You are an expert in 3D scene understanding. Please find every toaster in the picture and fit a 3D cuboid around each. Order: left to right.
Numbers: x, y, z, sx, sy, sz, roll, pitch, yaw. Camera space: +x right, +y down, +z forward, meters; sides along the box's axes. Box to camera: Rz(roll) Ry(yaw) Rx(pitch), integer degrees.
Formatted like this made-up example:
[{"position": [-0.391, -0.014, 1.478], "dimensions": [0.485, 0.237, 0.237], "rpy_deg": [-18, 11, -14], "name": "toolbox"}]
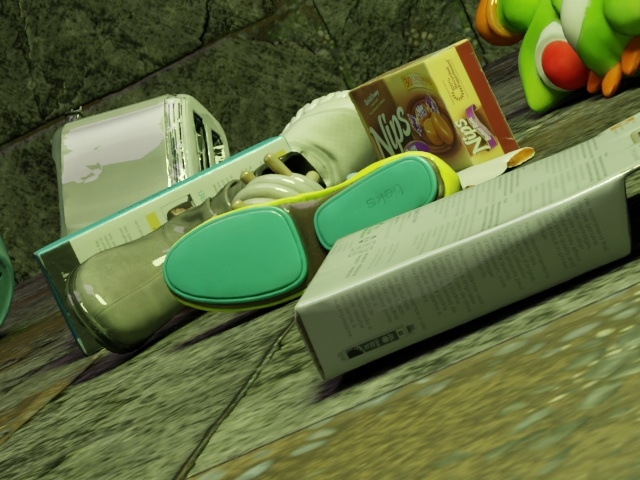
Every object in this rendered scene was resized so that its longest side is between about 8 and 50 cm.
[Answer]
[{"position": [-0.166, -0.043, 1.871], "dimensions": [0.146, 0.227, 0.129], "rpy_deg": [-17, -30, 17], "name": "toaster"}]

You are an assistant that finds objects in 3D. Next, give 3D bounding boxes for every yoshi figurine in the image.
[{"position": [0.282, -0.250, 1.880], "dimensions": [0.203, 0.203, 0.362], "rpy_deg": [-20, 7, -11], "name": "yoshi figurine"}]

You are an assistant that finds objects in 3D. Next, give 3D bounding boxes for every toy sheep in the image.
[{"position": [-0.031, -0.014, 1.504], "dimensions": [0.091, 0.091, 0.132], "rpy_deg": [-21, 27, 45], "name": "toy sheep"}]

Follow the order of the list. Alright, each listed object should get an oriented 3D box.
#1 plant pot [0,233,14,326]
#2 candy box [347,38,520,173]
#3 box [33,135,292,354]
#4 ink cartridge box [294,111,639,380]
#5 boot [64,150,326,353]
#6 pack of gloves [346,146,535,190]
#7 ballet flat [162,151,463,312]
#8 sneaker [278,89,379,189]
[{"position": [-0.495, 0.047, 2.420], "dimensions": [0.195, 0.290, 0.290], "rpy_deg": [20, 31, 28], "name": "plant pot"}, {"position": [0.098, -0.108, 1.747], "dimensions": [0.053, 0.109, 0.186], "rpy_deg": [-28, 6, -21], "name": "candy box"}, {"position": [-0.123, 0.003, 1.744], "dimensions": [0.244, 0.101, 0.060], "rpy_deg": [-26, 7, -10], "name": "box"}, {"position": [0.105, -0.007, 1.033], "dimensions": [0.224, 0.045, 0.223], "rpy_deg": [-24, 6, 10], "name": "ink cartridge box"}, {"position": [-0.097, -0.006, 1.580], "dimensions": [0.161, 0.083, 0.246], "rpy_deg": [-40, -2, 26], "name": "boot"}, {"position": [0.035, -0.030, 1.627], "dimensions": [0.195, 0.046, 0.232], "rpy_deg": [-28, 5, -33], "name": "pack of gloves"}, {"position": [0.000, 0.000, 1.414], "dimensions": [0.231, 0.077, 0.077], "rpy_deg": [-21, -15, 19], "name": "ballet flat"}, {"position": [-0.043, -0.048, 1.939], "dimensions": [0.292, 0.110, 0.118], "rpy_deg": [-32, 8, 32], "name": "sneaker"}]
